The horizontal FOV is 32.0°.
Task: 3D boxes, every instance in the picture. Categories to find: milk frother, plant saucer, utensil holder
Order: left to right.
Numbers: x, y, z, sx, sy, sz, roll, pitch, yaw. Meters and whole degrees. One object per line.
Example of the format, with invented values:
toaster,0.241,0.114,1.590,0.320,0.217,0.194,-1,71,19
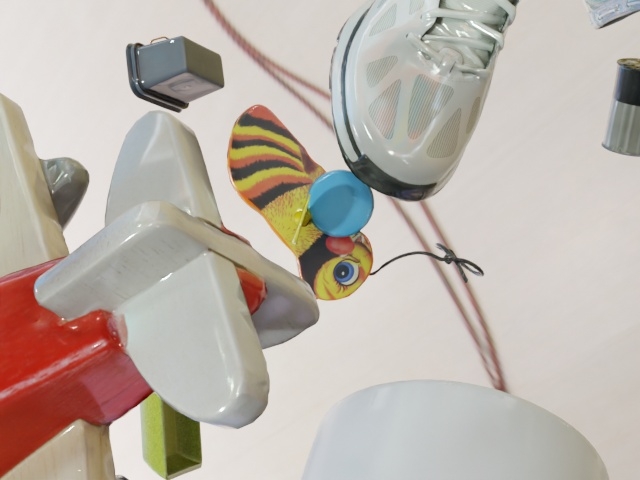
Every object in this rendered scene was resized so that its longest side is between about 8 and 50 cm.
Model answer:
plant saucer,-0.227,0.254,1.665,0.045,0.188,0.188,-5,84,10
utensil holder,0.092,0.367,1.009,0.327,0.385,0.327,10,138,9
milk frother,0.512,-0.194,1.676,0.143,0.129,0.135,36,128,51

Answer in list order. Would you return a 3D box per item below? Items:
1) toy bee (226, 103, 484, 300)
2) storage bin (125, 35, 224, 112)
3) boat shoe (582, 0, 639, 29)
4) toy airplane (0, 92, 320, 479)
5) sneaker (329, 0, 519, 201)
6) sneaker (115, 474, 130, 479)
toy bee,0.000,0.000,1.181,0.298,0.195,0.162,37,88,19
storage bin,-0.206,-0.254,1.631,0.091,0.135,0.098,-14,76,25
boat shoe,0.479,-0.350,1.556,0.320,0.118,0.103,15,125,61
toy airplane,-0.177,0.104,0.642,0.384,0.386,0.272,18,154,25
sneaker,0.148,-0.269,1.126,0.169,0.447,0.257,23,152,-11
sneaker,-0.189,0.365,1.228,0.090,0.081,0.232,-129,20,-82
